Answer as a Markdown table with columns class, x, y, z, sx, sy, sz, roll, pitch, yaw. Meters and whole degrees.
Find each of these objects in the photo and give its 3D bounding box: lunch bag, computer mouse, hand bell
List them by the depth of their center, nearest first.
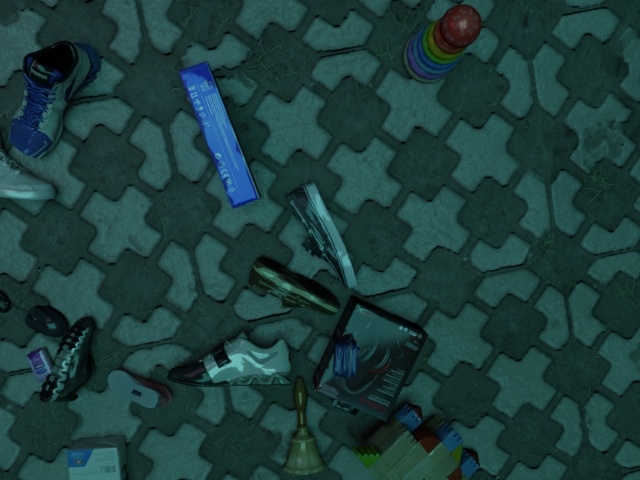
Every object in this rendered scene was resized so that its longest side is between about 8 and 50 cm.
| class | x | y | z | sx | sy | sz | roll | pitch | yaw |
| --- | --- | --- | --- | --- | --- | --- | --- | --- | --- |
| lunch bag | 0.067 | 0.296 | 1.440 | 0.065 | 0.067 | 0.099 | 3 | 93 | -2 |
| computer mouse | -0.781 | 0.188 | 1.495 | 0.242 | 0.041 | 0.071 | 25 | 95 | -5 |
| hand bell | -0.049 | 0.501 | 1.562 | 0.126 | 0.126 | 0.242 | -2 | 84 | -4 |

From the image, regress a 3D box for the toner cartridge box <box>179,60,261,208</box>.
| class | x | y | z | sx | sy | sz | roll | pitch | yaw |
| --- | --- | --- | --- | --- | --- | --- | --- | --- | --- |
| toner cartridge box | -0.245 | -0.256 | 1.423 | 0.075 | 0.165 | 0.348 | -21 | 98 | -2 |

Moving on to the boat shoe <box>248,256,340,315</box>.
| class | x | y | z | sx | sy | sz | roll | pitch | yaw |
| --- | --- | --- | --- | --- | --- | --- | --- | --- | --- |
| boat shoe | -0.074 | 0.142 | 1.523 | 0.257 | 0.095 | 0.095 | 30 | 107 | 0 |

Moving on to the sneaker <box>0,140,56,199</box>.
| class | x | y | z | sx | sy | sz | roll | pitch | yaw |
| --- | --- | --- | --- | --- | --- | --- | --- | --- | --- |
| sneaker | -0.805 | -0.200 | 1.419 | 0.292 | 0.108 | 0.169 | 11 | 98 | -4 |

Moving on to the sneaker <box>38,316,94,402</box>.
| class | x | y | z | sx | sy | sz | roll | pitch | yaw |
| --- | --- | --- | --- | --- | --- | --- | --- | --- | --- |
| sneaker | -0.644 | 0.320 | 1.503 | 0.106 | 0.078 | 0.234 | 37 | 68 | -48 |

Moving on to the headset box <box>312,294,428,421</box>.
| class | x | y | z | sx | sy | sz | roll | pitch | yaw |
| --- | --- | --- | --- | --- | --- | --- | --- | --- | --- |
| headset box | 0.124 | 0.329 | 1.537 | 0.218 | 0.110 | 0.293 | 25 | 94 | -6 |

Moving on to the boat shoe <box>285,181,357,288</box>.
| class | x | y | z | sx | sy | sz | roll | pitch | yaw |
| --- | --- | --- | --- | --- | --- | --- | --- | --- | --- |
| boat shoe | 0.000 | 0.000 | 1.497 | 0.102 | 0.108 | 0.301 | -26 | 95 | -1 |

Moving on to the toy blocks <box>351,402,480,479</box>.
| class | x | y | z | sx | sy | sz | roll | pitch | yaw |
| --- | --- | --- | --- | --- | --- | --- | --- | --- | --- |
| toy blocks | 0.285 | 0.599 | 1.545 | 0.261 | 0.190 | 0.381 | -40 | 107 | -9 |

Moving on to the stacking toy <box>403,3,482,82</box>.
| class | x | y | z | sx | sy | sz | roll | pitch | yaw |
| --- | --- | --- | --- | --- | --- | --- | --- | --- | --- |
| stacking toy | 0.298 | -0.471 | 1.354 | 0.141 | 0.330 | 0.141 | 0 | 97 | -4 |

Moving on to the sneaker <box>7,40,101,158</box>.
| class | x | y | z | sx | sy | sz | roll | pitch | yaw |
| --- | --- | --- | --- | --- | --- | --- | --- | --- | --- |
| sneaker | -0.673 | -0.362 | 1.373 | 0.127 | 0.182 | 0.316 | 32 | 92 | -4 |

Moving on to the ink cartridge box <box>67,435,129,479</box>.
| class | x | y | z | sx | sy | sz | roll | pitch | yaw |
| --- | --- | --- | --- | --- | --- | --- | --- | --- | --- |
| ink cartridge box | -0.596 | 0.658 | 1.538 | 0.134 | 0.078 | 0.231 | -3 | 96 | -3 |

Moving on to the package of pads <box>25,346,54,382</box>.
| class | x | y | z | sx | sy | sz | roll | pitch | yaw |
| --- | --- | --- | --- | --- | --- | --- | --- | --- | --- |
| package of pads | -0.745 | 0.333 | 1.517 | 0.050 | 0.032 | 0.083 | -23 | 97 | -4 |

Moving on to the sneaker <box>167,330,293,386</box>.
| class | x | y | z | sx | sy | sz | roll | pitch | yaw |
| --- | --- | --- | --- | --- | --- | --- | --- | --- | --- |
| sneaker | -0.241 | 0.319 | 1.521 | 0.330 | 0.122 | 0.146 | -2 | 78 | -3 |

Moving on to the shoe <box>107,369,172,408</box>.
| class | x | y | z | sx | sy | sz | roll | pitch | yaw |
| --- | --- | --- | --- | --- | --- | --- | --- | --- | --- |
| shoe | -0.485 | 0.402 | 1.528 | 0.177 | 0.081 | 0.064 | 18 | 82 | 23 |
